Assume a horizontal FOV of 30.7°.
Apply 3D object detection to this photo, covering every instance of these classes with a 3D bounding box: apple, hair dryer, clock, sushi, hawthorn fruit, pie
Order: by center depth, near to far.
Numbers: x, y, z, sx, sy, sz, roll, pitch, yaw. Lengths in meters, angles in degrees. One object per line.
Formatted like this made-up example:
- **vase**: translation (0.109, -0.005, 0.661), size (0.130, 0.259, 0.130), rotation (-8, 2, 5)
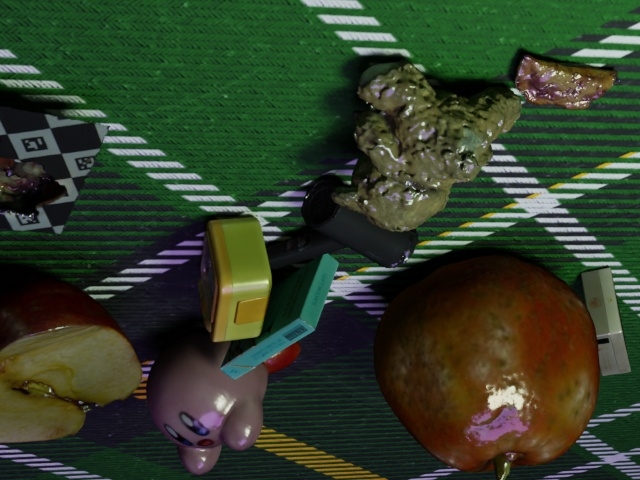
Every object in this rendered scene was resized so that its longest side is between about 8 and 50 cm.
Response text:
- **sushi**: translation (-0.466, -0.118, 1.590), size (0.292, 0.059, 0.294), rotation (7, 146, -24)
- **pie**: translation (0.339, -0.219, 1.638), size (0.170, 0.034, 0.092), rotation (4, 143, -21)
- **hair dryer**: translation (0.000, 0.000, 1.883), size (0.251, 0.089, 0.197), rotation (-22, 147, 33)
- **clock**: translation (-0.141, 0.065, 1.889), size (0.096, 0.143, 0.202), rotation (-3, 148, -13)
- **apple**: translation (-0.482, 0.208, 1.920), size (0.329, 0.295, 0.365), rotation (8, 165, 35)
- **hawthorn fruit**: translation (0.292, 0.243, 2.058), size (0.403, 0.403, 0.403), rotation (-6, 149, -4)

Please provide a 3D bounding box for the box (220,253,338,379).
- **box**: translation (-0.070, 0.130, 1.991), size (0.041, 0.162, 0.229), rotation (39, 133, -18)

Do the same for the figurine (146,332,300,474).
- **figurine**: translation (-0.213, 0.267, 2.168), size (0.211, 0.261, 0.270), rotation (41, 130, -18)

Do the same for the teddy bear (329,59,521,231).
- **teddy bear**: translation (0.138, -0.115, 1.650), size (0.267, 0.156, 0.256), rotation (7, 147, -27)

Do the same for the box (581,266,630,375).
- **box**: translation (0.541, 0.156, 2.204), size (0.058, 0.141, 0.201), rotation (-10, 148, 13)
